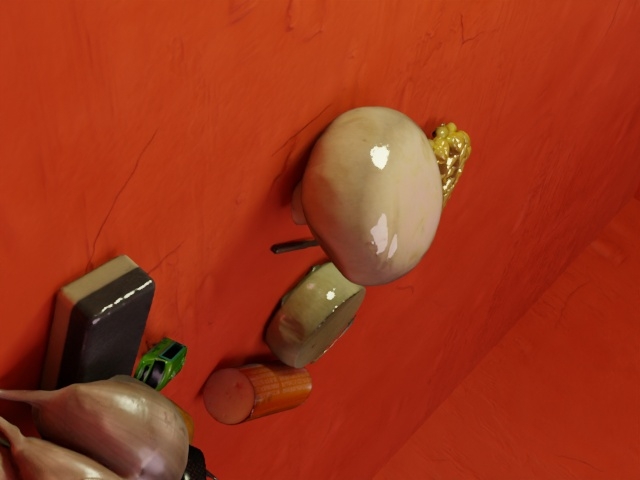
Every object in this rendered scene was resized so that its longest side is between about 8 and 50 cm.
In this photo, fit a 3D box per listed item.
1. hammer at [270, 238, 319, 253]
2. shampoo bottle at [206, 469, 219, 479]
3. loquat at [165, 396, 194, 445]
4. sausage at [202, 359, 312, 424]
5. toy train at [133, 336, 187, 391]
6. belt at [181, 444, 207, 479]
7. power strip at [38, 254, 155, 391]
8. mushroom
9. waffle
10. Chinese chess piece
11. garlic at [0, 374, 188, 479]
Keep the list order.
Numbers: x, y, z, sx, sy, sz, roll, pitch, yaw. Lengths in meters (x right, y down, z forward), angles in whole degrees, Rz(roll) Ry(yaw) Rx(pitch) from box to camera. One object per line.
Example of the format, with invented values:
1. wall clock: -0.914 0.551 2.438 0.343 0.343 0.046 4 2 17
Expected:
1. hammer: 0.000 0.000 2.109 0.058 0.029 0.292 -59 159 19
2. shampoo bottle: -0.281 0.479 2.226 0.284 0.101 0.101 -49 163 -11
3. loquat: -0.238 0.279 1.921 0.137 0.113 0.137 -33 143 -29
4. sausage: -0.089 0.244 2.262 0.093 0.093 0.312 -55 163 11
5. toy train: -0.204 0.163 1.769 0.209 0.042 0.044 -66 178 -87
6. belt: -0.240 0.382 1.771 0.184 0.164 0.289 -23 -138 43
7. power strip: -0.271 0.133 1.614 0.105 0.070 0.257 -32 153 -40
8. mushroom: 0.055 -0.058 1.868 0.246 0.202 0.246 20 66 -57
9. waffle: 0.157 -0.058 2.267 0.329 0.062 0.329 -54 167 -19
10. Chinese chess piece: -0.009 0.121 2.240 0.188 0.083 0.188 -46 165 -16
11. garlic: -0.285 0.261 1.592 0.292 0.237 0.210 68 39 -52
